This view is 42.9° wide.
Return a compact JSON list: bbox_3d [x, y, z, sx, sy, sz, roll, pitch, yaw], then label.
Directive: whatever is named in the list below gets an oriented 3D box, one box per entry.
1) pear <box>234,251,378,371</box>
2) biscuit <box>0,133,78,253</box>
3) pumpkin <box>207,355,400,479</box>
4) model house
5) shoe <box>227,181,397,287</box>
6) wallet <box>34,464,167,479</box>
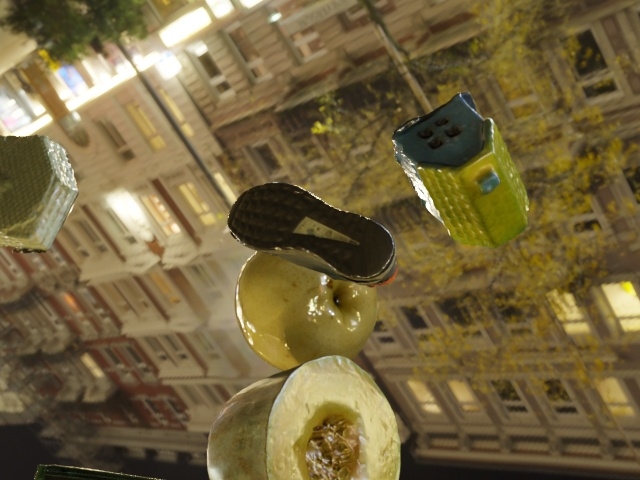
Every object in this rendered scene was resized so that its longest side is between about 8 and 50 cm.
[{"bbox_3d":[-0.037,0.128,1.684,0.309,0.309,0.309,-29,-161,11],"label":"pear"},{"bbox_3d":[-0.403,-0.064,1.019,0.252,0.052,0.150,6,-116,32],"label":"biscuit"},{"bbox_3d":[-0.032,0.370,1.410,0.199,0.332,0.332,-19,-157,44],"label":"pumpkin"},{"bbox_3d":[0.313,-0.137,1.736,0.216,0.237,0.303,-31,-146,4],"label":"model house"},{"bbox_3d":[0.000,0.000,1.460,0.337,0.171,0.132,19,-99,27],"label":"shoe"},{"bbox_3d":[-0.358,0.457,1.321,0.055,0.236,0.160,119,-21,-73],"label":"wallet"}]
